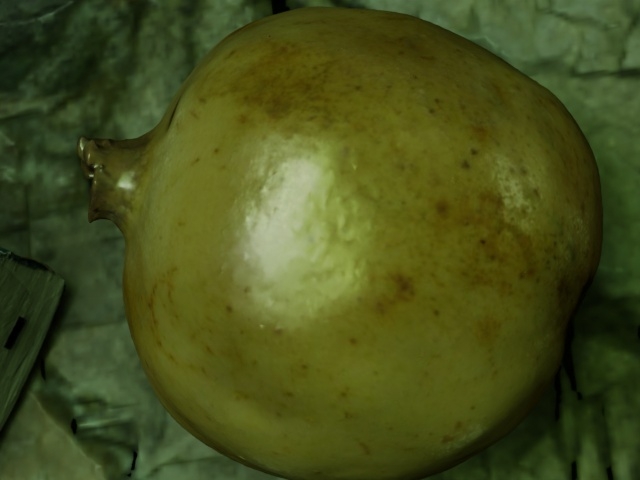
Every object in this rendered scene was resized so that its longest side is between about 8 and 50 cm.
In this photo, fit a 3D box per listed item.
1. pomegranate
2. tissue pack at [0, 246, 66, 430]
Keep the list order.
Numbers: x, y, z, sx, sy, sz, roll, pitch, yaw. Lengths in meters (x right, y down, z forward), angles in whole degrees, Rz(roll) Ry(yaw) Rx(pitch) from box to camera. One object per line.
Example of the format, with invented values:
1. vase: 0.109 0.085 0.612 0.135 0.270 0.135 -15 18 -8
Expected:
1. pomegranate: 0.000 0.000 0.692 0.196 0.196 0.196 -4 77 17
2. tissue pack: -0.209 0.020 0.799 0.170 0.090 0.103 25 90 22
